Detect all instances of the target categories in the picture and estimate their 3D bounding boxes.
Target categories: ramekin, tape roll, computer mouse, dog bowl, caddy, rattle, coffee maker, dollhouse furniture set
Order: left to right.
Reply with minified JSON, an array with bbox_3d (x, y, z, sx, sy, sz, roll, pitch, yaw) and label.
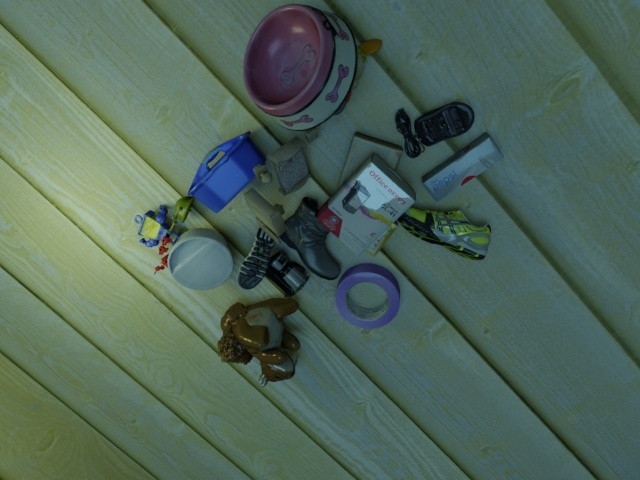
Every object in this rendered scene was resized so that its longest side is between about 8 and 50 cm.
[{"bbox_3d":[-0.509,0.069,1.966,0.272,0.127,0.273,-6,123,-9],"label":"ramekin"},{"bbox_3d":[-0.364,-0.270,1.761,0.341,0.241,0.179,-42,108,9],"label":"caddy"},{"bbox_3d":[-0.166,0.153,1.984,0.178,0.120,0.171,43,114,-9],"label":"coffee maker"},{"bbox_3d":[-0.088,-0.584,1.529,0.407,0.150,0.409,-2,86,34],"label":"dog bowl"},{"bbox_3d":[-0.088,-0.192,1.743,0.173,0.355,0.303,41,162,30],"label":"dollhouse furniture set"},{"bbox_3d":[0.136,-0.610,1.655,0.130,0.142,0.200,25,137,33],"label":"rattle"},{"bbox_3d":[0.203,0.240,1.975,0.274,0.090,0.275,3,114,7],"label":"tape roll"},{"bbox_3d":[0.421,-0.426,1.669,0.271,0.072,0.189,-14,113,28],"label":"computer mouse"}]

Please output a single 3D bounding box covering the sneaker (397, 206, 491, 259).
[{"bbox_3d":[0.477,-0.058,1.797,0.384,0.145,0.147,25,84,1],"label":"sneaker"}]

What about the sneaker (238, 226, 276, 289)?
[{"bbox_3d":[-0.250,0.072,1.928,0.106,0.162,0.282,25,87,1],"label":"sneaker"}]

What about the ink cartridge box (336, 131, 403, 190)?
[{"bbox_3d":[0.185,-0.272,1.759,0.193,0.088,0.235,19,115,0],"label":"ink cartridge box"}]

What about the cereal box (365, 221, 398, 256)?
[{"bbox_3d":[0.169,-0.065,1.872,0.240,0.047,0.173,33,116,-4],"label":"cereal box"}]

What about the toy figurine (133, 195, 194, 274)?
[{"bbox_3d":[-0.701,-0.064,1.953,0.217,0.191,0.363,28,114,2],"label":"toy figurine"}]

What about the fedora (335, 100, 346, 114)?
[{"bbox_3d":[0.003,-0.524,1.630,0.275,0.124,0.244,44,112,27],"label":"fedora"}]

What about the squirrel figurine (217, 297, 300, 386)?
[{"bbox_3d":[-0.275,0.473,2.096,0.396,0.281,0.371,5,128,27],"label":"squirrel figurine"}]

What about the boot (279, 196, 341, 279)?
[{"bbox_3d":[0.000,0.000,1.868,0.338,0.118,0.222,41,126,-10],"label":"boot"}]

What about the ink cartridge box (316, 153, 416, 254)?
[{"bbox_3d":[0.168,-0.131,1.706,0.226,0.131,0.306,40,116,-9],"label":"ink cartridge box"}]

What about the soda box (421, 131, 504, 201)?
[{"bbox_3d":[0.520,-0.269,1.701,0.286,0.091,0.098,-35,104,21],"label":"soda box"}]
